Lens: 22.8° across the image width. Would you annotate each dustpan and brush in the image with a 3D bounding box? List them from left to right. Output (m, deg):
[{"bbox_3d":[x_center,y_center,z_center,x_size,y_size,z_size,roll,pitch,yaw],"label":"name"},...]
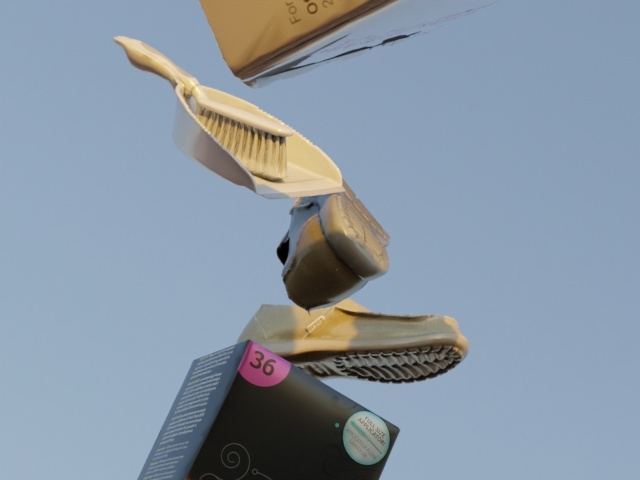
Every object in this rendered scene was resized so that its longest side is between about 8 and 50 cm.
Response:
[{"bbox_3d":[-0.088,-0.102,1.259,0.211,0.147,0.060,25,-75,23],"label":"dustpan and brush"}]

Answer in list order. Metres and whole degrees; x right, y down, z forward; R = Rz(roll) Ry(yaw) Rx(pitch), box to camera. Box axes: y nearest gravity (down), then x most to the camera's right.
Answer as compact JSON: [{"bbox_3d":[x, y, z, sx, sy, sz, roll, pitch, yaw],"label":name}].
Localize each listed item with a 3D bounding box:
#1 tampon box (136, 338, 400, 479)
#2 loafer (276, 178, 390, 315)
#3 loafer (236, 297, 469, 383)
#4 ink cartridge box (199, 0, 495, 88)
[{"bbox_3d":[-0.047,0.165,1.009,0.120,0.161,0.101,32,-23,-17],"label":"tampon box"},{"bbox_3d":[0.000,0.000,1.330,0.087,0.251,0.094,-39,-85,7],"label":"loafer"},{"bbox_3d":[0.029,0.099,1.711,0.268,0.092,0.102,-4,-27,19],"label":"loafer"},{"bbox_3d":[0.141,-0.239,0.791,0.395,0.285,0.166,-23,-89,30],"label":"ink cartridge box"}]
